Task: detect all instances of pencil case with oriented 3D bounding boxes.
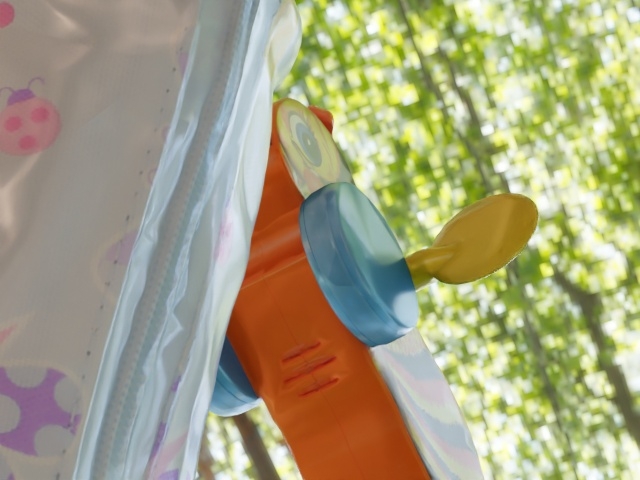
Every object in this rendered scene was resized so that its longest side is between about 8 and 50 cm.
[{"bbox_3d":[-0.078,0.043,0.384,0.124,0.113,0.273,-31,-137,51],"label":"pencil case"}]

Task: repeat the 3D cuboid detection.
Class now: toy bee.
[{"bbox_3d":[0.000,0.000,0.706,0.195,0.298,0.162,-5,-163,14],"label":"toy bee"}]
